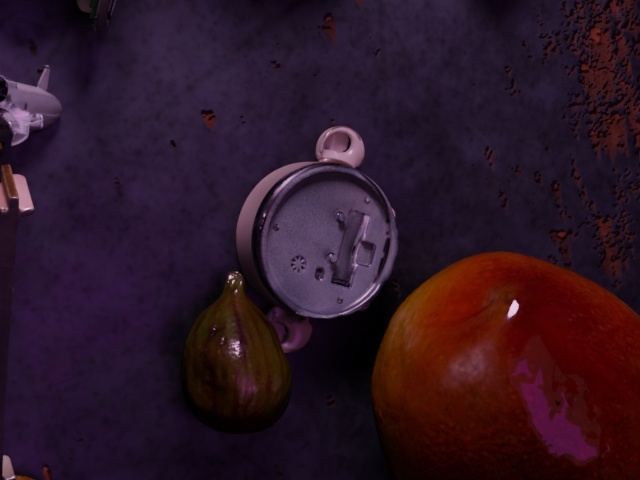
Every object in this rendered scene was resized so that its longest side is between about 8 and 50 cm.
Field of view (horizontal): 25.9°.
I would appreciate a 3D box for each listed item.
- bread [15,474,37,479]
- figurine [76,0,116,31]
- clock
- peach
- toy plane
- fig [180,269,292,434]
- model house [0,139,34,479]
[{"bbox_3d":[-0.293,0.304,1.255,0.193,0.064,0.193,-1,92,-24],"label":"bread"},{"bbox_3d":[-0.247,-0.260,1.218,0.153,0.132,0.132,14,88,-9],"label":"figurine"},{"bbox_3d":[0.000,0.000,1.351,0.155,0.063,0.229,19,87,-20],"label":"clock"},{"bbox_3d":[0.194,0.158,1.305,0.308,0.308,0.332,-40,136,-15],"label":"peach"},{"bbox_3d":[-0.288,-0.122,1.207,0.171,0.162,0.066,-12,122,-52],"label":"toy plane"},{"bbox_3d":[-0.078,0.104,1.306,0.109,0.103,0.155,2,81,20],"label":"fig"},{"bbox_3d":[-0.339,0.031,1.134,0.169,0.244,0.326,-2,127,-19],"label":"model house"}]
